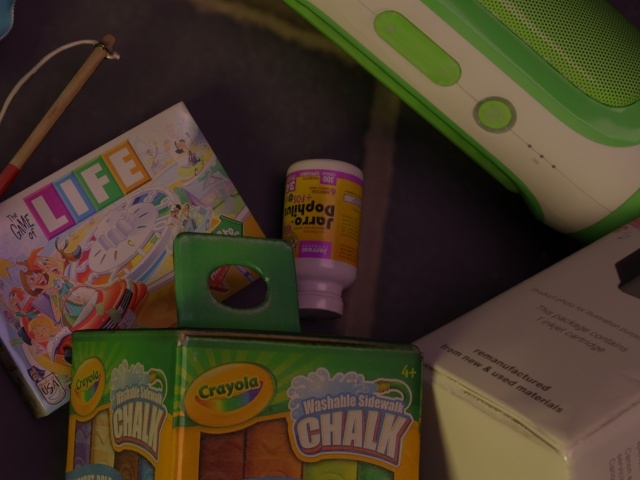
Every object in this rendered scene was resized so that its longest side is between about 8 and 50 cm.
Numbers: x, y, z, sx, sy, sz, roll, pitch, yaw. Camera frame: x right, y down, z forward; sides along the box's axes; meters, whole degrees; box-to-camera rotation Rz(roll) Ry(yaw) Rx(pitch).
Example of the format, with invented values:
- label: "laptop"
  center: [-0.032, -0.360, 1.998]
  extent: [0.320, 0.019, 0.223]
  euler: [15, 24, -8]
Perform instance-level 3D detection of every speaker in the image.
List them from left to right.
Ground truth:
- label: "speaker"
  center: [0.081, -0.127, 0.866]
  extent: [0.296, 0.131, 0.131]
  euler: [38, 65, -13]

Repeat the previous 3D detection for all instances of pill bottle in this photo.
- label: "pill bottle"
  center: [0.000, 0.000, 0.843]
  extent: [0.043, 0.043, 0.083]
  euler: [10, 74, -23]

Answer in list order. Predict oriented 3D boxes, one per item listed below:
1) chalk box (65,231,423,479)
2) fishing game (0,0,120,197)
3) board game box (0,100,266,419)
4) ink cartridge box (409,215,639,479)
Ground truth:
- label: "chalk box"
  center: [-0.039, 0.103, 0.731]
  extent: [0.132, 0.132, 0.213]
  euler: [4, 86, -29]
- label: "fishing game"
  center: [-0.235, -0.131, 0.753]
  extent: [0.264, 0.041, 0.189]
  euler: [36, 65, -7]
- label: "board game box"
  center: [-0.109, 0.008, 0.799]
  extent: [0.154, 0.026, 0.103]
  euler: [-34, 94, -28]
- label: "ink cartridge box"
  center: [0.203, 0.106, 0.821]
  extent: [0.306, 0.131, 0.226]
  euler: [-27, 123, -30]
